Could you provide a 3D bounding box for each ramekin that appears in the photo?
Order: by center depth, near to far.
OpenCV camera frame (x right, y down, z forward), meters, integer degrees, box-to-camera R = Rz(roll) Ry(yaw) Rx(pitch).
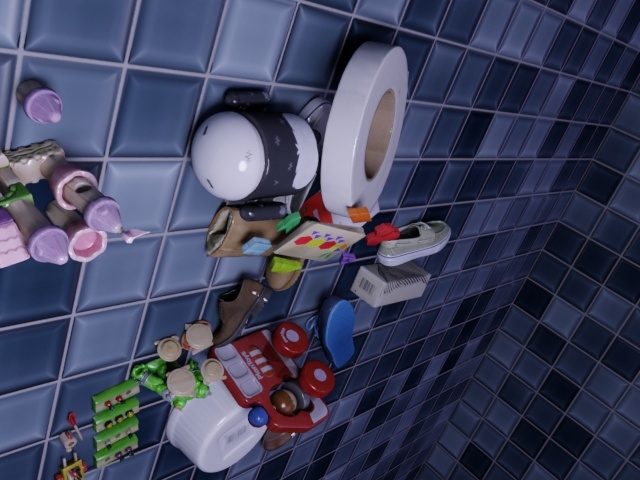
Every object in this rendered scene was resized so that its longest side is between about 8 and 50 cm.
[{"bbox_3d":[-0.264,0.490,1.691,0.277,0.135,0.277,-32,143,-29],"label":"ramekin"}]

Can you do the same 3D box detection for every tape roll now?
[{"bbox_3d":[0.104,-0.239,1.378,0.392,0.071,0.392,15,90,-74],"label":"tape roll"}]

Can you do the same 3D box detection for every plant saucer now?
[{"bbox_3d":[-0.301,0.227,1.504,0.083,0.013,0.084,-32,141,-30],"label":"plant saucer"},{"bbox_3d":[-0.125,0.614,2.079,0.198,0.036,0.199,-33,144,-29],"label":"plant saucer"}]

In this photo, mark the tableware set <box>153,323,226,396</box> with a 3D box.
[{"bbox_3d":[-0.298,0.273,1.428,0.141,0.169,0.020,-12,158,-32],"label":"tableware set"}]

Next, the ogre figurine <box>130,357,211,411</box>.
[{"bbox_3d":[-0.337,0.328,1.458,0.097,0.118,0.197,-50,147,-5],"label":"ogre figurine"}]

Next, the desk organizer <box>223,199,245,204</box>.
[{"bbox_3d":[-0.158,-0.111,1.327,0.130,0.050,0.047,-7,126,-49],"label":"desk organizer"}]

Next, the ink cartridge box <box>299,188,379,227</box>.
[{"bbox_3d":[0.050,-0.079,1.621,0.232,0.066,0.189,-45,147,-21],"label":"ink cartridge box"}]

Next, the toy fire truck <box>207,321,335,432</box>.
[{"bbox_3d":[-0.125,0.369,1.613,0.253,0.302,0.169,-17,153,-48],"label":"toy fire truck"}]

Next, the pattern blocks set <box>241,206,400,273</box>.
[{"bbox_3d":[0.000,0.000,1.373,0.285,0.026,0.324,-29,154,26],"label":"pattern blocks set"}]

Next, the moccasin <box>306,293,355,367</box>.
[{"bbox_3d":[0.022,0.268,1.862,0.137,0.116,0.342,-35,147,-26],"label":"moccasin"}]

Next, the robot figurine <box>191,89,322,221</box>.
[{"bbox_3d":[-0.119,-0.166,1.216,0.278,0.209,0.174,-12,146,-47],"label":"robot figurine"}]

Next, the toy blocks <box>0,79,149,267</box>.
[{"bbox_3d":[-0.429,-0.044,0.852,0.288,0.260,0.309,-25,139,-36],"label":"toy blocks"}]

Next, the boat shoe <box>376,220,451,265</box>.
[{"bbox_3d":[0.306,-0.008,1.965,0.302,0.109,0.094,-24,136,-34],"label":"boat shoe"}]

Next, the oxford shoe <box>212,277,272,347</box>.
[{"bbox_3d":[-0.213,0.170,1.514,0.227,0.096,0.083,-52,-166,25],"label":"oxford shoe"}]

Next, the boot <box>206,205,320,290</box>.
[{"bbox_3d":[-0.151,0.023,1.442,0.269,0.089,0.236,1,127,-45],"label":"boot"}]

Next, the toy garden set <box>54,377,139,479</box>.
[{"bbox_3d":[-0.505,0.453,1.429,0.203,0.049,0.244,-22,136,-40],"label":"toy garden set"}]

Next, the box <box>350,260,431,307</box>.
[{"bbox_3d":[0.229,0.133,1.998,0.275,0.113,0.094,-7,125,-51],"label":"box"}]

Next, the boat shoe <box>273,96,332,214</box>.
[{"bbox_3d":[-0.031,-0.182,1.385,0.096,0.088,0.268,10,113,-55],"label":"boat shoe"}]
